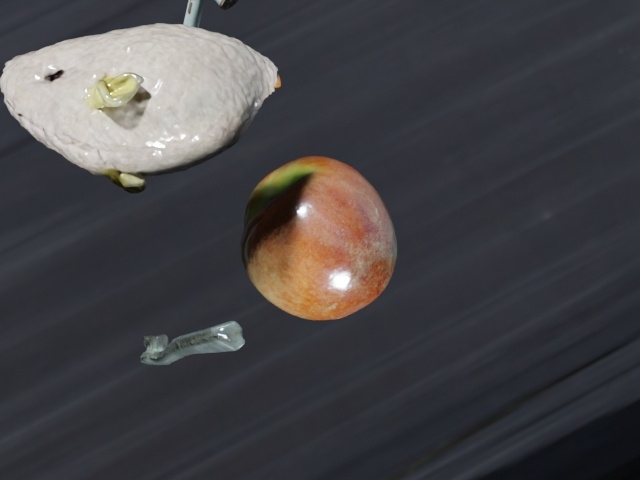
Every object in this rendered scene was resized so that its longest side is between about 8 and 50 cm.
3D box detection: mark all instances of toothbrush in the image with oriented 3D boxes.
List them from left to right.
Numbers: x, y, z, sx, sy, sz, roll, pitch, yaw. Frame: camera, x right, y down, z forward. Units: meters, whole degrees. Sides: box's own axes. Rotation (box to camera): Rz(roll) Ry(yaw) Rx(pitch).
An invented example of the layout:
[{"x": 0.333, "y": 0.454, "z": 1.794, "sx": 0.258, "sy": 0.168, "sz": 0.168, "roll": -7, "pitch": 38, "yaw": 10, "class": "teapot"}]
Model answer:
[{"x": -0.118, "y": 0.091, "z": 1.144, "sx": 0.297, "sy": 0.030, "sz": 0.030, "roll": 159, "pitch": 111, "yaw": -69, "class": "toothbrush"}]

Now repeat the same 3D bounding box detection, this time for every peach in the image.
[{"x": 0.000, "y": 0.000, "z": 1.961, "sx": 0.252, "sy": 0.252, "sz": 0.252, "roll": 61, "pitch": 173, "yaw": 13, "class": "peach"}]

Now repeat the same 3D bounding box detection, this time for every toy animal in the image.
[{"x": -0.211, "y": -0.174, "z": 1.651, "sx": 0.226, "sy": 0.358, "sz": 0.188, "roll": -125, "pitch": 27, "yaw": -49, "class": "toy animal"}]

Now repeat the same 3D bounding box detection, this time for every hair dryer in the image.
[{"x": -0.223, "y": -0.406, "z": 2.188, "sx": 0.155, "sy": 0.044, "sz": 0.183, "roll": 51, "pitch": 137, "yaw": 15, "class": "hair dryer"}]
